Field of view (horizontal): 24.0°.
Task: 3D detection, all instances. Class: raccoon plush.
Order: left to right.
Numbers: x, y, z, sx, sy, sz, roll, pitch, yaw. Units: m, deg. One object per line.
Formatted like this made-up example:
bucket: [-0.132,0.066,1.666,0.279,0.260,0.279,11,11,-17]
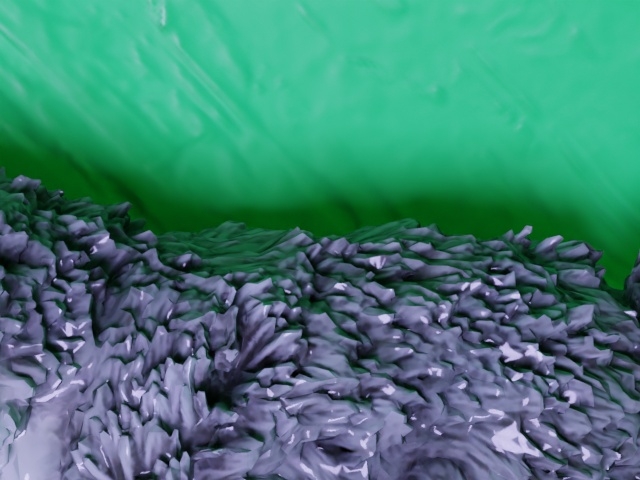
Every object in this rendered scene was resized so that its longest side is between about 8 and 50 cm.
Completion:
raccoon plush: [0.000,0.000,0.573,0.446,0.216,0.299,-41,99,-13]
